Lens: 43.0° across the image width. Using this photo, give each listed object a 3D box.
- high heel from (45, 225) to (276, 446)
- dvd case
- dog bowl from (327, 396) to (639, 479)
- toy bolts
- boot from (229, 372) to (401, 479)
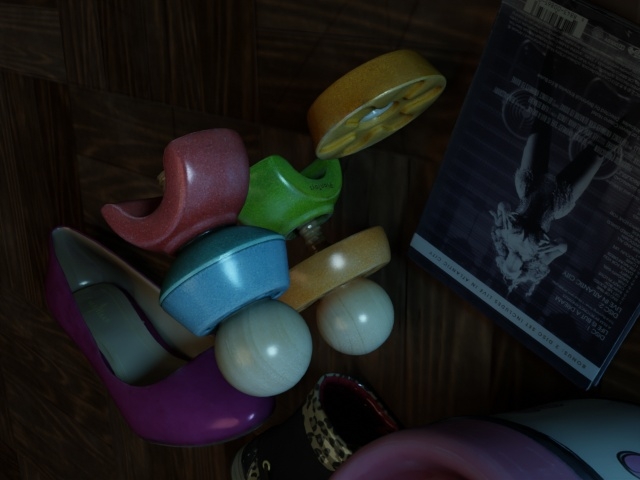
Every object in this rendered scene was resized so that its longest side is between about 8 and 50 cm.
[{"bbox_3d":[-0.187,0.087,0.830,0.377,0.127,0.181,5,120,49],"label":"high heel"},{"bbox_3d":[0.151,-0.033,0.518,0.164,0.018,0.221,39,129,29],"label":"dvd case"},{"bbox_3d":[0.097,0.284,0.456,0.408,0.150,0.408,-40,43,52],"label":"dog bowl"},{"bbox_3d":[0.000,0.000,0.543,0.218,0.228,0.159,-37,78,39],"label":"toy bolts"},{"bbox_3d":[0.025,0.246,0.712,0.236,0.085,0.179,54,134,18],"label":"boot"}]
